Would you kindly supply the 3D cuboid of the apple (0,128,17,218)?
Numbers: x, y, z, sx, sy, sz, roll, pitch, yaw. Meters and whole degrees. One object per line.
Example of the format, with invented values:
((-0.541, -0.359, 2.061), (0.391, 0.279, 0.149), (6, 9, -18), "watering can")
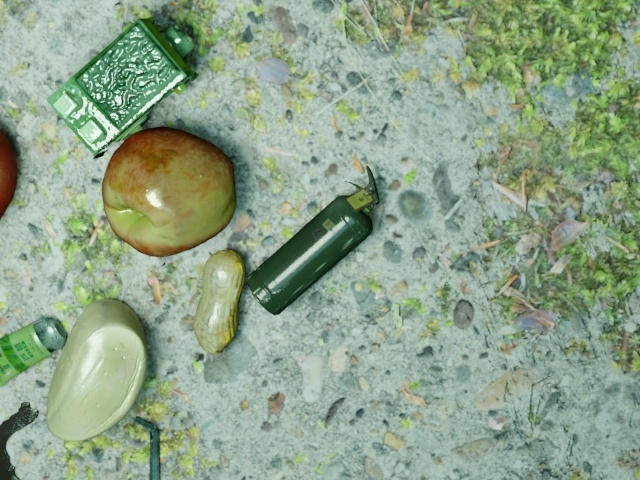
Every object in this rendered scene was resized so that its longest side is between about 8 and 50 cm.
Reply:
((-0.678, -0.118, 1.812), (0.260, 0.216, 0.260), (0, 100, 2), "apple")

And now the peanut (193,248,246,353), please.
((-0.191, 0.117, 1.928), (0.087, 0.087, 0.206), (10, 103, -2), "peanut")

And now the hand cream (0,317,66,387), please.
((-0.575, 0.210, 1.975), (0.175, 0.046, 0.095), (-28, 104, 9), "hand cream")

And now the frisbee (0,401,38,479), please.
((-0.634, 0.391, 2.037), (0.187, 0.012, 0.211), (-36, 100, 8), "frisbee")

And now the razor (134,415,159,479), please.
((-0.332, 0.442, 2.037), (0.066, 0.033, 0.190), (14, 113, 44), "razor")

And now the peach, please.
((-0.256, -0.094, 1.820), (0.232, 0.257, 0.232), (23, 132, 27), "peach")

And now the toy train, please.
((-0.339, -0.274, 1.783), (0.272, 0.188, 0.159), (-38, 99, 11), "toy train")

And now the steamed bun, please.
((-0.406, 0.248, 1.904), (0.155, 0.200, 0.250), (21, 98, -18), "steamed bun")

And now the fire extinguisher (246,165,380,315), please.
((0.000, 0.000, 1.895), (0.311, 0.095, 0.114), (-40, 74, 10), "fire extinguisher")
